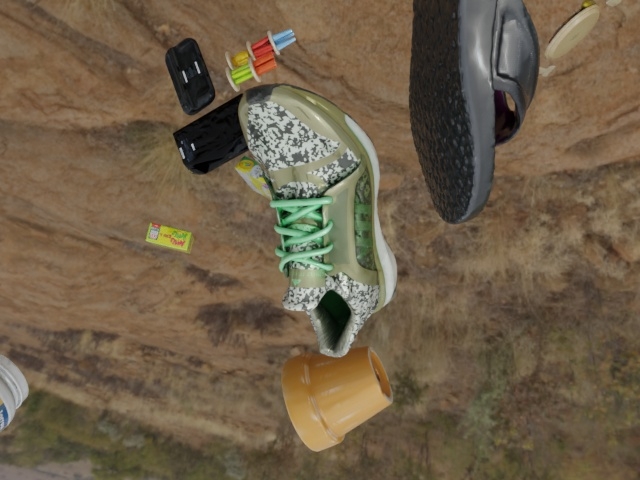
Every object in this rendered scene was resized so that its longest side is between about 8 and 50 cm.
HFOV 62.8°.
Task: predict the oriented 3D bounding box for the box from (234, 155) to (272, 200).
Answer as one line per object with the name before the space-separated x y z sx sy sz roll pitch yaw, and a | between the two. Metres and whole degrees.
box | -0.102 -0.121 1.191 0.179 0.043 0.105 31 169 30

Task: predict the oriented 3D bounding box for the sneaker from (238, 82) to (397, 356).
sneaker | 0.000 0.000 0.674 0.158 0.182 0.410 -4 132 26

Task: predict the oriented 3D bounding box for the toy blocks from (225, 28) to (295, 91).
toy blocks | -0.118 -0.376 1.074 0.148 0.123 0.054 -22 135 11

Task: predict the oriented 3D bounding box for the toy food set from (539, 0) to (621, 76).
toy food set | 0.483 -0.408 1.018 0.132 0.039 0.192 -17 154 -48

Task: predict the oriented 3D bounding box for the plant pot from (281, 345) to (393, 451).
plant pot | 0.046 0.322 1.132 0.187 0.205 0.205 -24 135 12

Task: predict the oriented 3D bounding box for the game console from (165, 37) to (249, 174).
game console | -0.297 -0.360 1.339 0.213 0.362 0.044 -25 167 13

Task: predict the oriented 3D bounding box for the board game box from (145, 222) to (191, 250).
board game box | -0.352 -0.003 1.242 0.092 0.043 0.181 14 174 -11

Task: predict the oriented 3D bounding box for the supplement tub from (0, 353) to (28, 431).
supplement tub | -0.579 0.277 0.814 0.144 0.200 0.144 9 120 15

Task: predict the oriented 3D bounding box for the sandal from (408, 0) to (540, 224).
sandal | 0.162 -0.199 0.525 0.106 0.168 0.446 -13 130 -5
